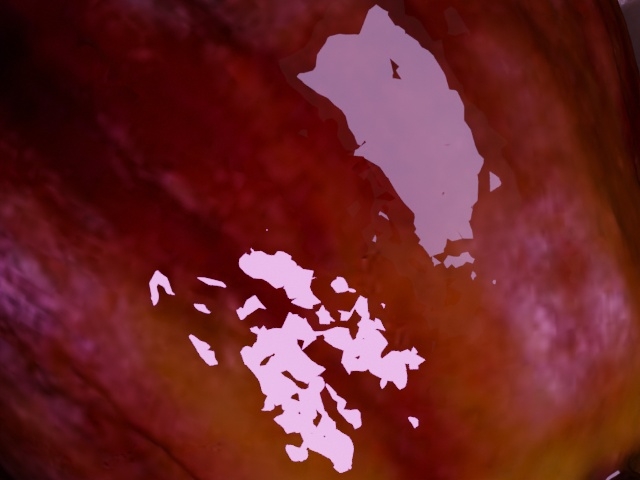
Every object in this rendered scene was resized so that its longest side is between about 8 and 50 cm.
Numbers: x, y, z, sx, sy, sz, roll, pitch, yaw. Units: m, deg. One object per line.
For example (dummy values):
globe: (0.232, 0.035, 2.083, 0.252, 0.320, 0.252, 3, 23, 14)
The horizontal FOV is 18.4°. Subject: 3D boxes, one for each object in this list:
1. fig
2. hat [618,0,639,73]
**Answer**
fig: (-0.009, -0.007, 0.554, 0.224, 0.224, 0.263, -8, 85, -44)
hat: (0.088, -0.083, 0.667, 0.085, 0.147, 0.175, 53, 6, -29)
